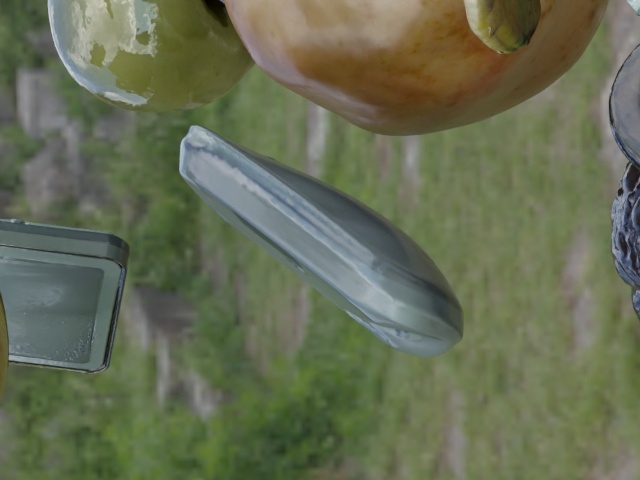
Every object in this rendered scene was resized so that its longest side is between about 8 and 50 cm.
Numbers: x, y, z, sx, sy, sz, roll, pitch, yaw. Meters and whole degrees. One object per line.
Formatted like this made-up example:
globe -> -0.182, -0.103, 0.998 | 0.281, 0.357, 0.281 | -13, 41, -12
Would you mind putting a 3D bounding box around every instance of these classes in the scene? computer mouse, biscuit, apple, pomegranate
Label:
computer mouse -> 0.004, -0.005, 1.613 | 0.095, 0.331, 0.197 | -50, -18, -9
biscuit -> 0.100, -0.239, 1.051 | 0.118, 0.029, 0.247 | -24, -73, -67
apple -> -0.183, -0.273, 1.957 | 0.262, 0.262, 0.262 | 179, 90, -82
pomegranate -> 0.103, -0.302, 1.676 | 0.411, 0.411, 0.411 | 179, 90, -82

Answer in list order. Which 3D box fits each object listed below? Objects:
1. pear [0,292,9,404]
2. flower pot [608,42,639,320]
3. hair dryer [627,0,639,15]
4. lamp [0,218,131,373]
pear -> -0.372, 0.074, 1.317 | 0.281, 0.281, 0.280 | 179, 90, -82
flower pot -> 0.373, -0.052, 1.486 | 0.267, 0.267, 0.266 | 59, -161, -52
hair dryer -> 0.331, -0.185, 1.273 | 0.206, 0.075, 0.237 | -31, 41, 27
lamp -> -0.348, 0.057, 1.818 | 0.266, 0.269, 0.047 | 112, 163, -58
